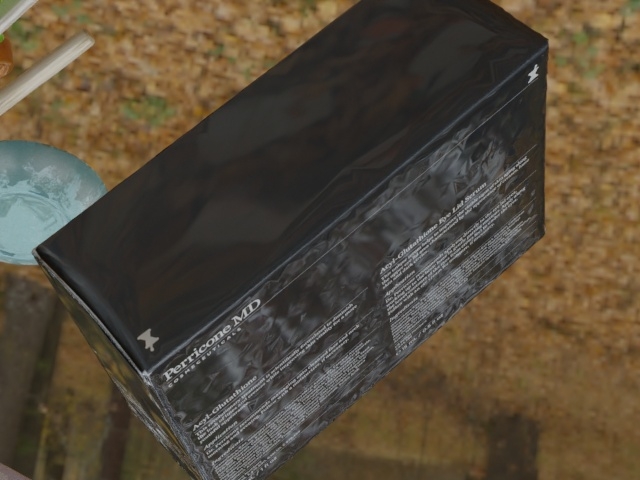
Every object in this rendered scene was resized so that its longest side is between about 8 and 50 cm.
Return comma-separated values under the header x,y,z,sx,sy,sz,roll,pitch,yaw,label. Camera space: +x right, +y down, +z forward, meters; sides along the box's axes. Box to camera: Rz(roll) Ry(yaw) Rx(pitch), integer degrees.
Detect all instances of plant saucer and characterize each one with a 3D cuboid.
x,y,z,sx,sy,sz,roll,pitch,yaw,label
-0.332,-0.028,1.404,0.195,0.037,0.195,-3,135,-3,plant saucer

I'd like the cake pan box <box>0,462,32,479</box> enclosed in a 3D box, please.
x,y,z,sx,sy,sz,roll,pitch,yaw,label
-0.323,0.153,0.719,0.245,0.070,0.267,-8,154,14,cake pan box

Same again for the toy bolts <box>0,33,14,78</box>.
x,y,z,sx,sy,sz,roll,pitch,yaw,label
-0.463,-0.238,1.367,0.228,0.158,0.218,-23,177,0,toy bolts

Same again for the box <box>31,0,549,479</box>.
x,y,z,sx,sy,sz,roll,pitch,yaw,label
0.000,0.000,0.686,0.103,0.261,0.184,43,162,26,box

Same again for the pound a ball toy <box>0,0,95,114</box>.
x,y,z,sx,sy,sz,roll,pitch,yaw,label
-0.273,-0.225,1.019,0.136,0.319,0.208,44,176,42,pound a ball toy
